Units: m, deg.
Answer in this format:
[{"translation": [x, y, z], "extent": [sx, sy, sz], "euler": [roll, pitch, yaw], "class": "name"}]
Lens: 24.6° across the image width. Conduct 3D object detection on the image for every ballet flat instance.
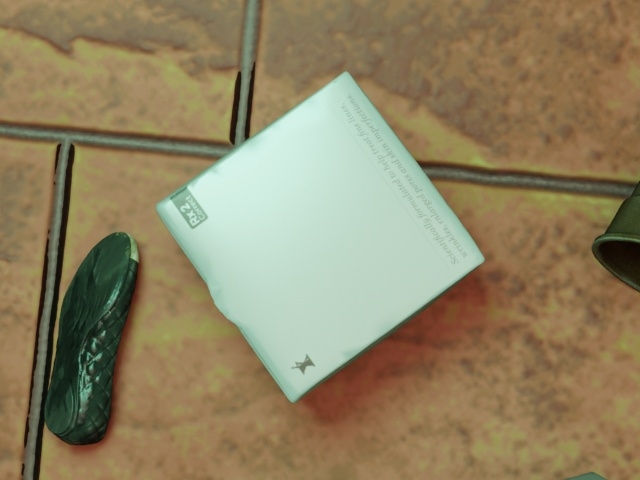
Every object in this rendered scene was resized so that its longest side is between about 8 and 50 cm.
[{"translation": [-0.179, 0.077, 1.172], "extent": [0.057, 0.049, 0.173], "euler": [10, 81, 34], "class": "ballet flat"}]

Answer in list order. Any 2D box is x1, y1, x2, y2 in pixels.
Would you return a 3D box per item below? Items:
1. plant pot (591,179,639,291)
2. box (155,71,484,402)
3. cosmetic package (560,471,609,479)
[{"translation": [0.313, -0.035, 1.113], "extent": [0.167, 0.167, 0.165], "euler": [25, 80, 3], "class": "plant pot"}, {"translation": [0.000, 0.000, 1.129], "extent": [0.182, 0.119, 0.181], "euler": [-36, 87, -1], "class": "box"}, {"translation": [0.183, 0.298, 1.053], "extent": [0.138, 0.224, 0.225], "euler": [-14, 86, 0], "class": "cosmetic package"}]
